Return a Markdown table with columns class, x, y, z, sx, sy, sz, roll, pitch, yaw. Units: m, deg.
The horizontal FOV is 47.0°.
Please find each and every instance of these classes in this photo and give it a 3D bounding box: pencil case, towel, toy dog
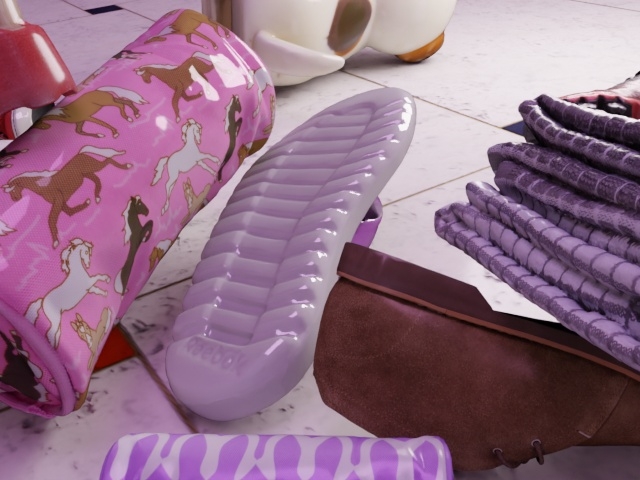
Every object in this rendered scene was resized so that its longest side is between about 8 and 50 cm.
| class | x | y | z | sx | sy | sz | roll | pitch | yaw |
| --- | --- | --- | --- | --- | --- | --- | --- | --- | --- |
| pencil case | -0.024 | 0.153 | 0.411 | 0.206 | 0.086 | 0.088 | -3 | 63 | 8 |
| towel | 0.236 | 0.019 | 0.445 | 0.235 | 0.121 | 0.283 | 23 | 10 | -21 |
| toy dog | 0.029 | -0.408 | 1.204 | 0.408 | 0.284 | 0.395 | -14 | 31 | -21 |
| pencil case | -0.169 | -0.043 | 0.617 | 0.160 | 0.167 | 0.386 | 37 | 46 | -10 |

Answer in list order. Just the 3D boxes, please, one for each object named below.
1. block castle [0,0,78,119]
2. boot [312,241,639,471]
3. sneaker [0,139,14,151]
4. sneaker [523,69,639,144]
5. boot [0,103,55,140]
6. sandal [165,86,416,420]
| class | x | y | z | sx | sy | sz | roll | pitch | yaw |
| --- | --- | --- | --- | --- | --- | --- | --- | --- | --- |
| block castle | -0.432 | -0.074 | 0.519 | 0.453 | 0.213 | 0.303 | -6 | 22 | 31 |
| boot | 0.141 | 0.104 | 0.479 | 0.305 | 0.115 | 0.112 | 19 | -3 | 12 |
| sneaker | -0.279 | -0.063 | 0.822 | 0.290 | 0.106 | 0.123 | 8 | 27 | -1 |
| sneaker | 0.365 | -0.141 | 0.859 | 0.276 | 0.097 | 0.135 | -4 | 30 | -2 |
| boot | -0.465 | -0.158 | 1.026 | 0.176 | 0.088 | 0.244 | -13 | 22 | -13 |
| sandal | -0.013 | 0.001 | 0.674 | 0.169 | 0.102 | 0.416 | -4 | 39 | 32 |
